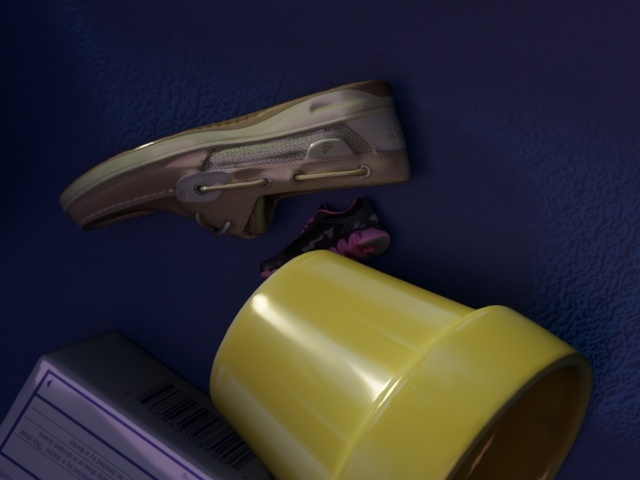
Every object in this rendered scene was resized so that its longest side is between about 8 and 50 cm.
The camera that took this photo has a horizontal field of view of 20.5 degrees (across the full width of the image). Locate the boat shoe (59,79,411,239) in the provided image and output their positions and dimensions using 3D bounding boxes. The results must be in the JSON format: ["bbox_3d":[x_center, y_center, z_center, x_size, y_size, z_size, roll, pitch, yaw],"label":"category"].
[{"bbox_3d":[-0.074,-0.048,1.493,0.302,0.109,0.098,-16,89,10],"label":"boat shoe"}]

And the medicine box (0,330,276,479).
[{"bbox_3d":[-0.177,0.273,1.530,0.263,0.149,0.289,34,103,9],"label":"medicine box"}]

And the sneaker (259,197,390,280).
[{"bbox_3d":[0.000,0.000,1.516,0.119,0.047,0.057,-22,68,15],"label":"sneaker"}]

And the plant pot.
[{"bbox_3d":[0.051,0.134,1.421,0.239,0.254,0.254,35,104,25],"label":"plant pot"}]
